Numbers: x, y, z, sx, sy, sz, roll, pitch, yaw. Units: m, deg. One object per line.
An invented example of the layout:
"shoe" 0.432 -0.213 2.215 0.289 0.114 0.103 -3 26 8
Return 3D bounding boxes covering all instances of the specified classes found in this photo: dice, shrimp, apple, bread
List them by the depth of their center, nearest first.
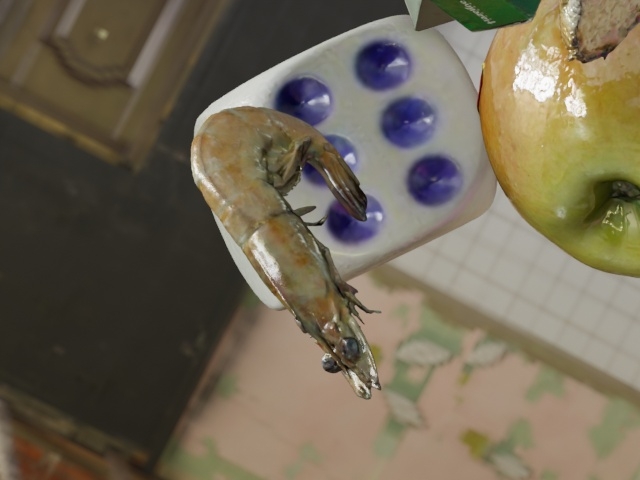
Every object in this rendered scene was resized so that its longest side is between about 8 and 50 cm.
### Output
"bread" 0.176 -0.175 1.063 0.044 0.126 0.129 36 161 23
"shrimp" 0.000 0.000 1.612 0.169 0.058 0.296 -20 -109 -40
"apple" 0.329 -0.121 1.947 0.339 0.305 0.338 6 152 3
"dice" 0.027 -0.094 2.268 0.277 0.304 0.304 66 166 4

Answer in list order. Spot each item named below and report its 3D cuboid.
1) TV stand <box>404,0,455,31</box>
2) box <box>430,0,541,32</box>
"TV stand" 0.195 -0.264 1.540 0.083 0.270 0.088 90 162 -74
"box" 0.093 -0.263 1.354 0.199 0.135 0.081 33 161 -26
